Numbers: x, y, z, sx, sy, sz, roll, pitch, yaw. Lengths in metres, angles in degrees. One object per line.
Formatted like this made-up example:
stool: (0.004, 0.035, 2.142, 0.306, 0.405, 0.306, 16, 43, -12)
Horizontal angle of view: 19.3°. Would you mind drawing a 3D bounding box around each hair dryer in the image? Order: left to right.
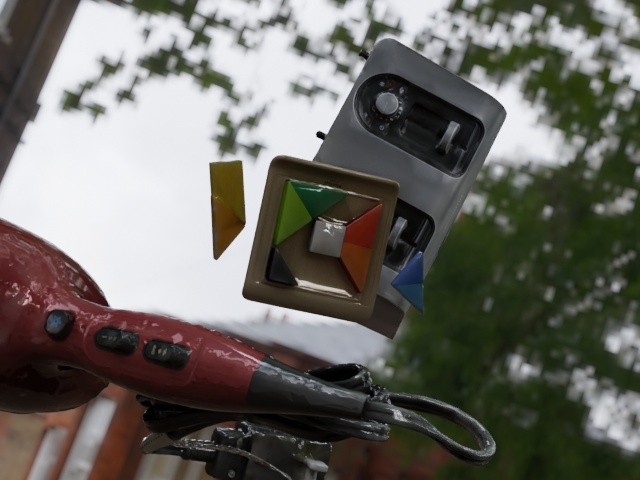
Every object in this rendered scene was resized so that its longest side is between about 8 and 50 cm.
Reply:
hair dryer: (-0.086, 0.033, 0.796, 0.294, 0.080, 0.223, 19, -20, -16)

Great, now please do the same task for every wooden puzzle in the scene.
wooden puzzle: (0.000, 0.000, 0.909, 0.116, 0.078, 0.014, 5, 6, -19)

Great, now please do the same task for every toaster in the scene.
toaster: (0.041, -0.029, 1.330, 0.110, 0.168, 0.185, 28, -13, 4)
